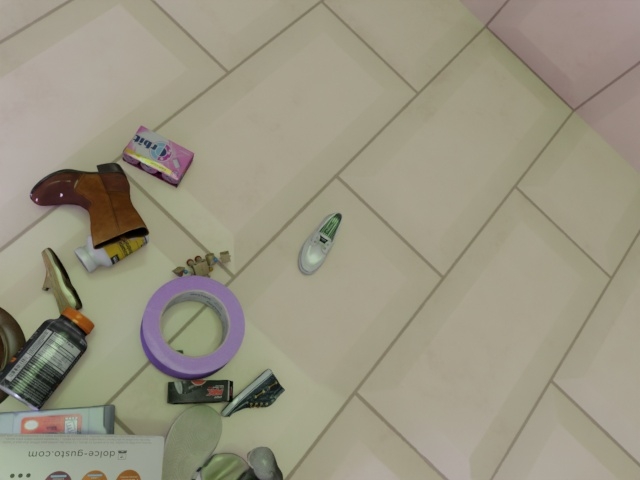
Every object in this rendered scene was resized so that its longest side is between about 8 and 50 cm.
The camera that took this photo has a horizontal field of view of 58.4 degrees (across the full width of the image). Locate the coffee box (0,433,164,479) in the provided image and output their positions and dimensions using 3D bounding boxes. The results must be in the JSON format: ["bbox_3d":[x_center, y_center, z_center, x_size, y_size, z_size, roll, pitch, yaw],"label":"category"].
[{"bbox_3d":[-0.546,0.588,1.192,0.337,0.338,0.334,12,64,-29],"label":"coffee box"}]

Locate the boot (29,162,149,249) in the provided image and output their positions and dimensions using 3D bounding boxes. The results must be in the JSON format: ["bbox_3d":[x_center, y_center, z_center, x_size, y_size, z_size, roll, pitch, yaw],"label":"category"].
[{"bbox_3d":[-0.630,-0.073,1.554,0.264,0.096,0.280,-13,53,-24],"label":"boot"}]

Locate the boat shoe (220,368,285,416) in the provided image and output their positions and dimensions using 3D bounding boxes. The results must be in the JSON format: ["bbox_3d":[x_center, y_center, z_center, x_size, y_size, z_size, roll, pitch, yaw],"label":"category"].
[{"bbox_3d":[-0.185,0.445,1.594,0.183,0.065,0.083,-38,85,-26],"label":"boat shoe"}]

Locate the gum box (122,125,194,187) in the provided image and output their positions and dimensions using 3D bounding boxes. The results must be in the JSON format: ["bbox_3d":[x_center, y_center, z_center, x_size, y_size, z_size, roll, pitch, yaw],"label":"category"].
[{"bbox_3d":[-0.492,-0.255,1.729,0.188,0.062,0.107,27,66,-8],"label":"gum box"}]

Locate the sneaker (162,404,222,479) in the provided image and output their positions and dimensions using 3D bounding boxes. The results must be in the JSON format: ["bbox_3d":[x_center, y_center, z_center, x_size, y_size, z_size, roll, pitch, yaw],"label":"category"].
[{"bbox_3d":[-0.367,0.577,1.452,0.131,0.148,0.350,32,34,-2],"label":"sneaker"}]

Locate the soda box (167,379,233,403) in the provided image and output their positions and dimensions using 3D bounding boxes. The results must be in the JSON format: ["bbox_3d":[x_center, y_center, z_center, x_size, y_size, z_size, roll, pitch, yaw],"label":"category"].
[{"bbox_3d":[-0.322,0.407,1.538,0.168,0.053,0.060,-3,72,5],"label":"soda box"}]

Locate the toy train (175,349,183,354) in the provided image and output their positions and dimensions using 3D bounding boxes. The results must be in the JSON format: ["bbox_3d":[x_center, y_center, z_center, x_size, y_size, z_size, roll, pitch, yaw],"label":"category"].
[{"bbox_3d":[-0.421,0.312,1.586,0.083,0.024,0.017,1,72,-18],"label":"toy train"}]

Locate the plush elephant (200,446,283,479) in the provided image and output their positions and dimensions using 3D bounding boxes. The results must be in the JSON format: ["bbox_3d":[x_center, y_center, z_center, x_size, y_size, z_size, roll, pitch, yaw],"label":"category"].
[{"bbox_3d":[-0.213,0.667,1.423,0.255,0.330,0.272,-7,68,4],"label":"plush elephant"}]

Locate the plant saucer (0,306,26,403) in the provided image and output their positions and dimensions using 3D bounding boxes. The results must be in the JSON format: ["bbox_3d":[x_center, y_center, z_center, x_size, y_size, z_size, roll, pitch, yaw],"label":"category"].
[{"bbox_3d":[-0.906,0.292,1.425,0.310,0.050,0.311,6,70,-16],"label":"plant saucer"}]

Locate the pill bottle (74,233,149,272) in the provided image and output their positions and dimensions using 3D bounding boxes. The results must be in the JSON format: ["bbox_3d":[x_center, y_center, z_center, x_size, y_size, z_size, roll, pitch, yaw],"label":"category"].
[{"bbox_3d":[-0.580,0.009,1.591,0.184,0.103,0.103,-36,86,-24],"label":"pill bottle"}]

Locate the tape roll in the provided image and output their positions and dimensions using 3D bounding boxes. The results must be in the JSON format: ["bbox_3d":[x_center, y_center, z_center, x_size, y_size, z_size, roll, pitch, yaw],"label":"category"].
[{"bbox_3d":[-0.352,0.240,1.580,0.274,0.090,0.275,9,63,-18],"label":"tape roll"}]

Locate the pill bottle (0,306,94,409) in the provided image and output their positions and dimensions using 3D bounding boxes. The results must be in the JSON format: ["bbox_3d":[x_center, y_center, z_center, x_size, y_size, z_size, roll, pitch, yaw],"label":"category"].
[{"bbox_3d":[-0.684,0.290,1.447,0.130,0.130,0.246,34,61,-4],"label":"pill bottle"}]

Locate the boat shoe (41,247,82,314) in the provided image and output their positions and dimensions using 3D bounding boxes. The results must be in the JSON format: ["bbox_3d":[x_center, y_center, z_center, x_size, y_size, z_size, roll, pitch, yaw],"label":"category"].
[{"bbox_3d":[-0.715,0.113,1.538,0.072,0.068,0.190,-27,82,-12],"label":"boat shoe"}]

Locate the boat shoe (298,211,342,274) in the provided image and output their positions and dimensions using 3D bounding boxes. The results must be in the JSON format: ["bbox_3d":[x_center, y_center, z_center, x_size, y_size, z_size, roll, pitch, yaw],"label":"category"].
[{"bbox_3d":[0.000,0.000,1.796,0.083,0.076,0.226,28,66,-7],"label":"boat shoe"}]

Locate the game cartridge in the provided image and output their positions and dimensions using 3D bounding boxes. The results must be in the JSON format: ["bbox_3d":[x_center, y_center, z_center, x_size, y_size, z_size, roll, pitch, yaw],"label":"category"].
[{"bbox_3d":[-0.669,0.519,1.424,0.294,0.060,0.196,0,76,-18],"label":"game cartridge"}]

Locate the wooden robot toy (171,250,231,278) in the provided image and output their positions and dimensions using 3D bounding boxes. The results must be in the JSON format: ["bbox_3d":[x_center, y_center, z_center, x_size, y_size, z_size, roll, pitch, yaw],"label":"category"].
[{"bbox_3d":[-0.342,0.089,1.676,0.173,0.076,0.079,-22,115,-23],"label":"wooden robot toy"}]
